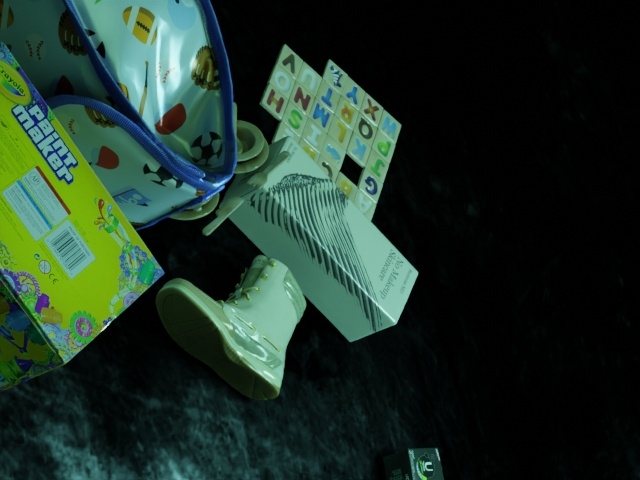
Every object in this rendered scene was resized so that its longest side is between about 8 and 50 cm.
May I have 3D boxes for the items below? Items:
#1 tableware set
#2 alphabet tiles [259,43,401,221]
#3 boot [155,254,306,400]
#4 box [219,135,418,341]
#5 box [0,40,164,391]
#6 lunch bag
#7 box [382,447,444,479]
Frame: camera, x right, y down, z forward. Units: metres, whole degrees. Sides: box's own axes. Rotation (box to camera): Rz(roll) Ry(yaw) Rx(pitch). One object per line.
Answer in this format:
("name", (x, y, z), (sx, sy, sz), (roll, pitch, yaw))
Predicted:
("tableware set", (-0.137, -0.096, 2.092), (0.128, 0.039, 0.194), (28, 49, 19))
("alphabet tiles", (0.014, -0.165, 2.368), (0.237, 0.009, 0.198), (40, 48, -26))
("boot", (-0.107, 0.078, 2.087), (0.213, 0.077, 0.165), (45, 47, -29))
("box", (0.000, 0.000, 2.216), (0.275, 0.094, 0.113), (45, 45, -21))
("box", (-0.371, -0.001, 1.703), (0.290, 0.279, 0.177), (57, 43, -12))
("lunch bag", (-0.281, -0.185, 1.840), (0.239, 0.328, 0.385), (-28, 95, -43))
("box", (0.128, 0.325, 2.234), (0.062, 0.052, 0.083), (4, 69, -44))
